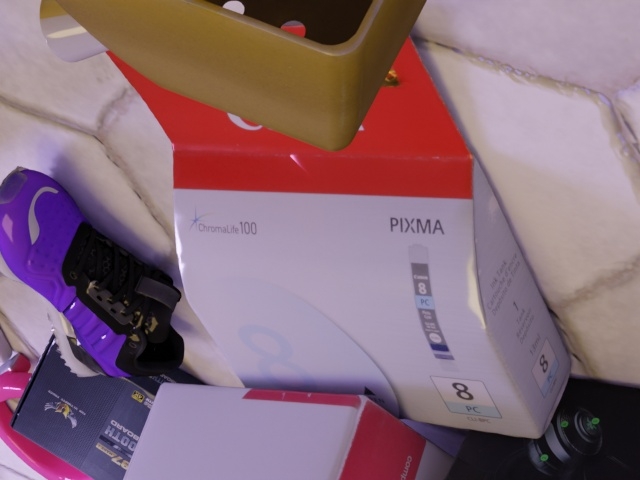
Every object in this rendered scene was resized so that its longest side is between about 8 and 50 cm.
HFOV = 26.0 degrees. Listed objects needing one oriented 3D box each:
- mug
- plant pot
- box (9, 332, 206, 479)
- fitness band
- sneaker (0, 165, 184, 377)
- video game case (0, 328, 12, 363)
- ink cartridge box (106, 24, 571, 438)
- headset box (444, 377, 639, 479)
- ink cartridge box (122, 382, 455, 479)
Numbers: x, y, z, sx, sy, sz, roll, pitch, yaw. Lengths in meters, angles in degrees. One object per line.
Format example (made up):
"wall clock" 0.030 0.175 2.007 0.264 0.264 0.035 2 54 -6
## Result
"mug" -0.175 -0.177 1.063 0.064 0.062 0.078 -3 141 31
"plant pot" -0.027 -0.173 0.822 0.212 0.212 0.187 22 158 15
"box" -0.218 0.203 1.561 0.233 0.059 0.183 33 131 -1
"fitness band" -0.337 0.240 1.761 0.209 0.054 0.291 38 148 -11
"sneaker" -0.209 0.037 1.352 0.146 0.102 0.293 8 146 25
"video game case" -0.475 0.059 1.659 0.183 0.023 0.201 16 144 23
"ink cartridge box" 0.000 0.000 1.125 0.308 0.091 0.385 4 140 37
"headset box" 0.224 0.249 1.128 0.283 0.246 0.131 5 139 34
"ink cartridge box" 0.036 0.291 1.337 0.279 0.160 0.385 -4 148 44
